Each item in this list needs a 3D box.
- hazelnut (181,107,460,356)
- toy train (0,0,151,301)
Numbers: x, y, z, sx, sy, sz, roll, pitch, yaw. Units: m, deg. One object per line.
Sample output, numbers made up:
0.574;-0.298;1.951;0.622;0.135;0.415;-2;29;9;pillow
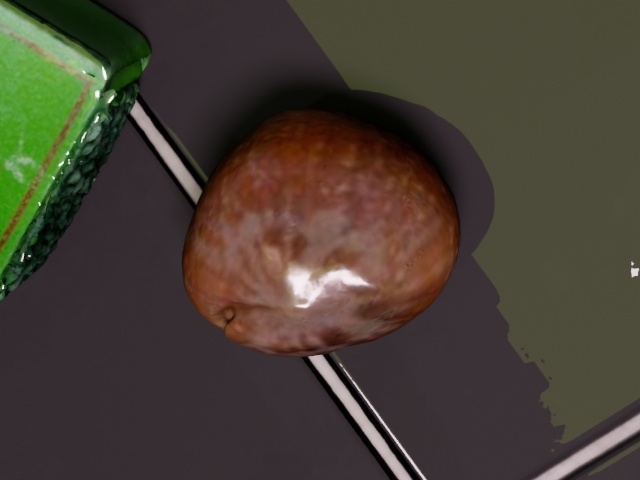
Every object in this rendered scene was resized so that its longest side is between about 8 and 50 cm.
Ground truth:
0.000;0.000;0.767;0.154;0.143;0.143;0;101;14;hazelnut
-0.225;-0.066;0.820;0.188;0.132;0.243;33;107;-2;toy train
